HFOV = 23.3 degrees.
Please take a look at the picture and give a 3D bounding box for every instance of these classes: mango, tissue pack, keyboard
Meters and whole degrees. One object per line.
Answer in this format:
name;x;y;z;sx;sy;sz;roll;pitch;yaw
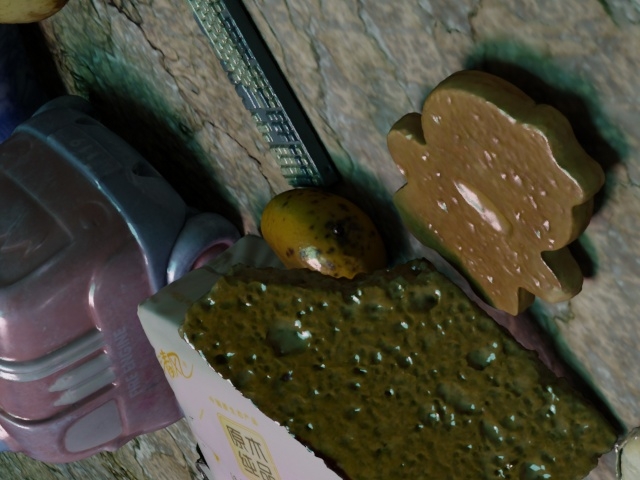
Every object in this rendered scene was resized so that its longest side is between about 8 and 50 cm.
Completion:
mango;0.000;0.000;0.987;0.079;0.057;0.114;43;173;-21
tissue pack;0.002;0.116;1.057;0.225;0.124;0.185;18;136;51
keyboard;-0.046;-0.109;0.973;0.176;0.014;0.055;60;158;-16

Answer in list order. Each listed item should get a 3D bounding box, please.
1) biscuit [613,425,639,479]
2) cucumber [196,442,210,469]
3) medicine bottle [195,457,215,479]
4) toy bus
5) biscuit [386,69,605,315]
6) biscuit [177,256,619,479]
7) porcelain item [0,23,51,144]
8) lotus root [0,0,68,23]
biscuit;0.220;0.161;0.851;0.152;0.020;0.152;41;154;25
cucumber;-0.037;0.179;1.232;0.115;0.062;0.116;50;119;16
medicine bottle;-0.017;0.255;1.374;0.171;0.052;0.201;57;155;-10
toy bus;-0.203;0.052;1.207;0.197;0.232;0.294;40;153;26
biscuit;0.089;-0.028;0.818;0.133;0.027;0.184;41;156;25
biscuit;0.045;0.080;0.892;0.237;0.131;0.026;41;-173;-6
porcelain item;-0.294;-0.162;1.215;0.141;0.141;0.259;27;154;45
lotus root;-0.206;-0.227;0.975;0.138;0.138;0.214;43;143;22
